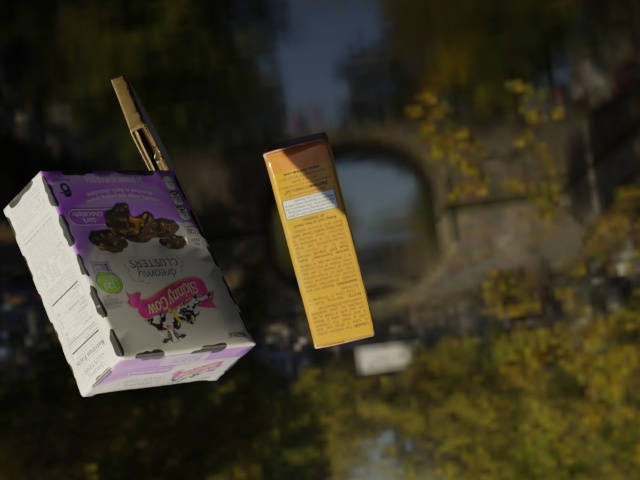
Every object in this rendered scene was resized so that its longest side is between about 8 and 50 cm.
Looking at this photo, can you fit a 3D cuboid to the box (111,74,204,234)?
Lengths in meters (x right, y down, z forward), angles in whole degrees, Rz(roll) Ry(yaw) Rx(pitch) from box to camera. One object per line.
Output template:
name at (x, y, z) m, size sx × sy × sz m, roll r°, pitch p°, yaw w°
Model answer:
box at (-0.181, -0.088, 1.973) m, size 0.021 × 0.164 × 0.201 m, roll -27°, pitch -156°, yaw -2°

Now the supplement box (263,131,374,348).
supplement box at (0.000, 0.000, 1.991) m, size 0.080 × 0.233 × 0.078 m, roll -16°, pitch -171°, yaw 3°

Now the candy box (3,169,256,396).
candy box at (-0.172, 0.035, 1.589) m, size 0.164 × 0.196 × 0.070 m, roll -3°, pitch 149°, yaw -48°
